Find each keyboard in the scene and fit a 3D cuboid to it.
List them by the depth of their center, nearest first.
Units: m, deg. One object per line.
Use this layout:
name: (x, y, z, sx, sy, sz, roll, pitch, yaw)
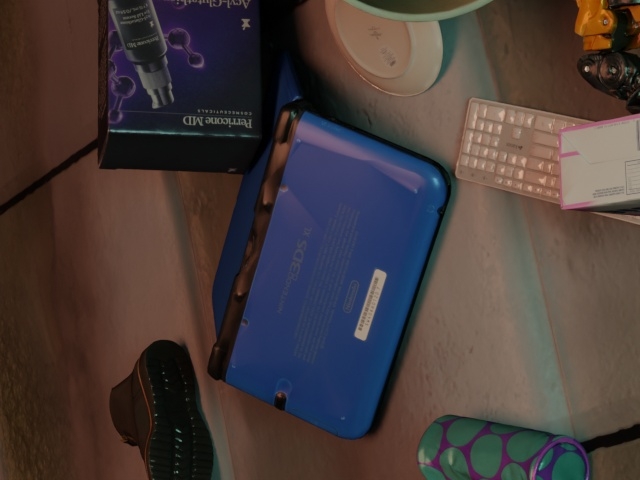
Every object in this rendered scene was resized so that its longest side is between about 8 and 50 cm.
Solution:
keyboard: (0.202, -0.065, 1.423, 0.256, 0.014, 0.072, 18, 106, 51)

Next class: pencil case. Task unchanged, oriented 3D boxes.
pencil case: (0.152, 0.188, 1.459, 0.152, 0.064, 0.070, 2, 78, 53)

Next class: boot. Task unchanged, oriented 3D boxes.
boot: (-0.181, 0.225, 1.904, 0.137, 0.077, 0.198, -41, 46, 51)

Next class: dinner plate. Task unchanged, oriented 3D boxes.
dinner plate: (0.052, -0.191, 1.564, 0.141, 0.017, 0.141, 31, 140, 30)

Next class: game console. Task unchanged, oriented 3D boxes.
game console: (0.000, 0.000, 1.682, 0.250, 0.173, 0.293, 24, 115, 16)

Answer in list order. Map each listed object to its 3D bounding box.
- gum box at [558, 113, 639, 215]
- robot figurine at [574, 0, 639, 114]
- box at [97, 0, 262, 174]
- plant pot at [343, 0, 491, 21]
gum box: (0.275, -0.058, 1.239, 0.188, 0.107, 0.062, -8, 81, 49)
robot figurine: (0.293, -0.197, 1.240, 0.291, 0.085, 0.211, 1, 92, 52)
box: (-0.139, -0.178, 1.707, 0.108, 0.153, 0.207, 125, 144, -69)
plant pot: (0.034, -0.327, 1.431, 0.274, 0.256, 0.256, -143, 58, -64)
